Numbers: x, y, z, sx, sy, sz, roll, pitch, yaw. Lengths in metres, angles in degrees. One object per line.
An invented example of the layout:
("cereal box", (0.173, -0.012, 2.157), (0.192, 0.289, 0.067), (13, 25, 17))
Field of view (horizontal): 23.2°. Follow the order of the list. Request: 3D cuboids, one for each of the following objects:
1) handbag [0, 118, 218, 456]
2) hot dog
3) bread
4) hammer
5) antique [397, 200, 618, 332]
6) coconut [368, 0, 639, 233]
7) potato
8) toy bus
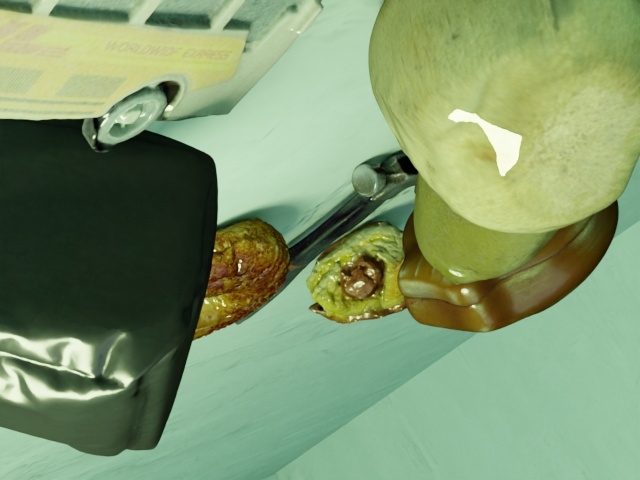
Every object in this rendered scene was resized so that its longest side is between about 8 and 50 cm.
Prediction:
("handbag", (-0.203, 0.013, 0.882), (0.275, 0.178, 0.302), (13, 164, -4))
("hot dog", (0.062, 0.045, 1.802), (0.146, 0.103, 0.213), (-34, 169, 12))
("bread", (-0.110, 0.046, 1.470), (0.193, 0.064, 0.193), (-27, 166, -7))
("hammer", (0.000, 0.000, 1.616), (0.290, 0.037, 0.137), (-40, 164, 35))
("antique", (0.202, -0.008, 1.669), (0.223, 0.129, 0.278), (3, -136, 39))
("coconut", (0.135, -0.119, 1.073), (0.224, 0.224, 0.224), (-30, 169, -7))
("potato", (0.167, -0.058, 1.477), (0.174, 0.159, 0.251), (-3, 131, -25))
("toy bus", (-0.127, -0.114, 0.663), (0.138, 0.097, 0.342), (-45, 162, 27))
